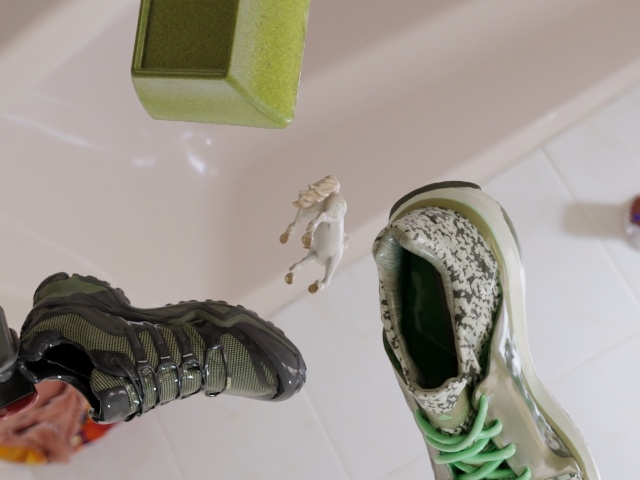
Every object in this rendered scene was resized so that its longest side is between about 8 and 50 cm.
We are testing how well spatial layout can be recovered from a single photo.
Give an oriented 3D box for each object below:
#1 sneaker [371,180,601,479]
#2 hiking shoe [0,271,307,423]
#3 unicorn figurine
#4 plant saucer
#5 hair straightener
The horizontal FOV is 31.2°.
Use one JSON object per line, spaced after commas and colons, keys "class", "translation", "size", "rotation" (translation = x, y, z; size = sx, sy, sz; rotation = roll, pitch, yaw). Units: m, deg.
{"class": "sneaker", "translation": [0.122, 0.151, 1.010], "size": [0.158, 0.411, 0.182], "rotation": [-22, 174, 28]}
{"class": "hiking shoe", "translation": [-0.126, 0.102, 0.874], "size": [0.226, 0.114, 0.086], "rotation": [11, 134, 8]}
{"class": "unicorn figurine", "translation": [0.000, 0.000, 1.175], "size": [0.111, 0.060, 0.162], "rotation": [-51, 166, -43]}
{"class": "plant saucer", "translation": [-0.085, -0.186, 0.885], "size": [0.045, 0.189, 0.188], "rotation": [6, -177, -42]}
{"class": "hair straightener", "translation": [-0.275, 0.041, 0.918], "size": [0.047, 0.230, 0.089], "rotation": [-23, 128, -6]}
